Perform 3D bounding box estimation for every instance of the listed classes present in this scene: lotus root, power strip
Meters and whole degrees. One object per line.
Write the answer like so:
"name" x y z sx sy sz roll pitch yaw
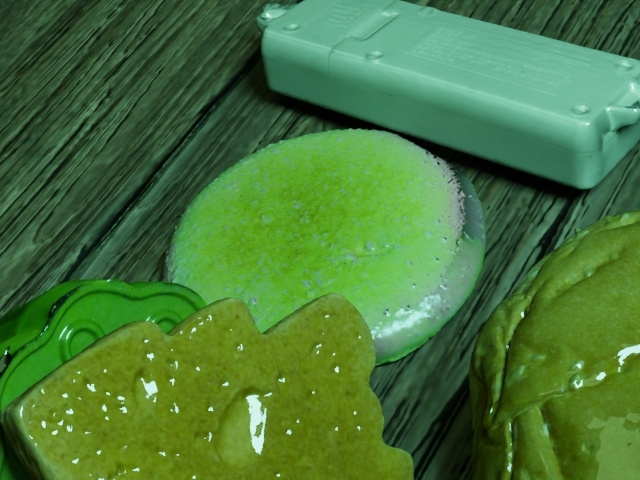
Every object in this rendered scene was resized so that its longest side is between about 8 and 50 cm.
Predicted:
"lotus root" -0.152 0.108 0.713 0.186 0.186 0.186 -8 45 8
"power strip" 0.084 -0.121 0.913 0.338 0.058 0.098 22 47 32

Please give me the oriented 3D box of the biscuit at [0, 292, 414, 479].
"biscuit" -0.051 0.115 0.647 0.041 0.238 0.212 -29 50 53

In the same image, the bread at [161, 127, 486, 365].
"bread" 0.000 0.000 0.846 0.228 0.033 0.228 -7 45 7

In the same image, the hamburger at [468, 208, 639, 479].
"hamburger" 0.180 0.102 0.628 0.211 0.132 0.309 -8 47 5
